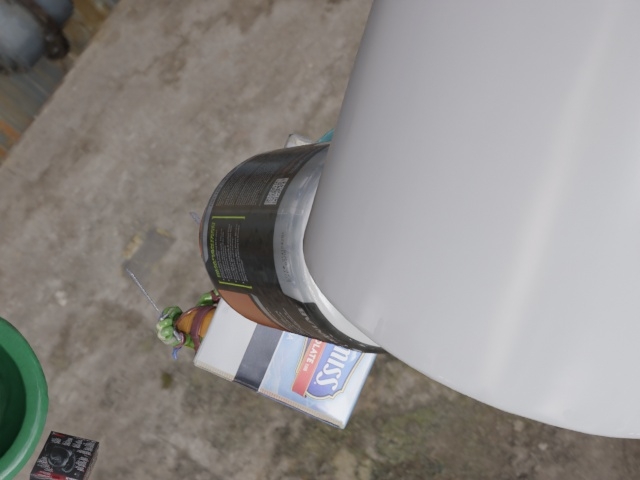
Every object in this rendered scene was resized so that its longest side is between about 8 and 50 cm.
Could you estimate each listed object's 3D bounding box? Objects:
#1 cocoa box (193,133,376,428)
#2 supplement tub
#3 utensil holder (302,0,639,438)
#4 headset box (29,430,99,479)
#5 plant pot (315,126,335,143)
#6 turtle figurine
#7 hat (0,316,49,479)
[{"bbox_3d":[0.002,0.054,1.423,0.228,0.231,0.347,23,91,2],"label":"cocoa box"},{"bbox_3d":[0.000,0.000,0.980,0.193,0.194,0.316,-59,23,-12],"label":"supplement tub"},{"bbox_3d":[0.183,-0.121,0.620,0.327,0.328,0.385,41,120,43],"label":"utensil holder"},{"bbox_3d":[-0.308,0.273,1.192,0.062,0.032,0.083,13,34,-1],"label":"headset box"},{"bbox_3d":[0.106,-0.067,1.939,0.293,0.235,0.293,-29,36,24],"label":"plant pot"},{"bbox_3d":[-0.197,0.115,1.792,0.266,0.198,0.274,13,104,26],"label":"turtle figurine"},{"bbox_3d":[-0.336,0.161,0.962,0.173,0.183,0.208,-41,76,-11],"label":"hat"}]
